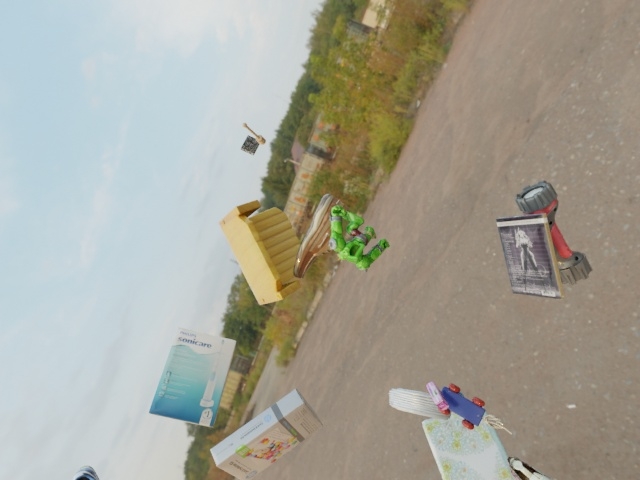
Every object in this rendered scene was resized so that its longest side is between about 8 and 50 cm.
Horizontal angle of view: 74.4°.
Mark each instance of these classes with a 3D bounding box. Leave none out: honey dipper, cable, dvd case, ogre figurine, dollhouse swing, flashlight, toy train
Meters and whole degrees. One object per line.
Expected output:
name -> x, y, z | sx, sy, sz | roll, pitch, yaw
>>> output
honey dipper -> -0.263, -0.423, 1.666 | 0.030, 0.030, 0.161 | -69, -21, -4
cable -> 0.403, 0.667, 1.728 | 0.257, 0.257, 0.089 | -25, 49, 62
dvd case -> 0.554, 0.041, 1.124 | 0.164, 0.018, 0.221 | 175, 80, -72
ogre figurine -> 0.093, 0.002, 1.139 | 0.097, 0.197, 0.118 | 4, 59, 42
dollhouse swing -> -0.153, 0.014, 1.580 | 0.305, 0.346, 0.315 | -26, 1, -31
flashlight -> 0.665, -0.020, 1.190 | 0.103, 0.304, 0.103 | -40, 12, -17
toy train -> 0.539, 0.598, 1.460 | 0.105, 0.248, 0.143 | -62, -32, -5

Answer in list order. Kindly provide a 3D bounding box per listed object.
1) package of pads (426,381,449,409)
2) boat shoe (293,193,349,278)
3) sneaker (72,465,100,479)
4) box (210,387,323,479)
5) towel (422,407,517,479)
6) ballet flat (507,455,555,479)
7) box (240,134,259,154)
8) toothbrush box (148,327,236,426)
package of pads -> 0.382, 0.508, 1.379 | 0.032, 0.050, 0.083 | -40, 27, 9
boat shoe -> 0.000, 0.000, 1.482 | 0.123, 0.116, 0.324 | -76, 11, -73
sneaker -> -0.516, 0.586, 0.969 | 0.053, 0.144, 0.059 | -47, -1, -23
box -> -0.096, 0.377, 0.810 | 0.186, 0.038, 0.145 | -32, -41, -10
towel -> 0.692, 0.989, 1.990 | 0.090, 0.321, 0.374 | 72, 180, -50
ballet flat -> 0.666, 0.746, 1.321 | 0.077, 0.079, 0.221 | -47, 10, -11
box -> -0.326, -0.446, 1.973 | 0.018, 0.067, 0.083 | 126, 165, -60
toothbrush box -> -0.440, 0.482, 1.488 | 0.126, 0.216, 0.295 | 118, 165, -63
